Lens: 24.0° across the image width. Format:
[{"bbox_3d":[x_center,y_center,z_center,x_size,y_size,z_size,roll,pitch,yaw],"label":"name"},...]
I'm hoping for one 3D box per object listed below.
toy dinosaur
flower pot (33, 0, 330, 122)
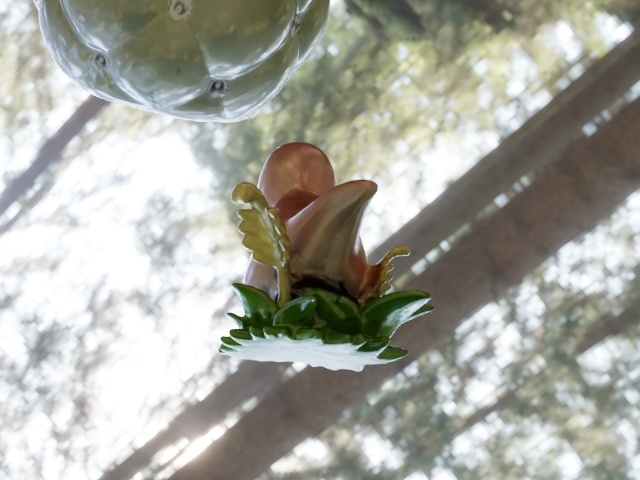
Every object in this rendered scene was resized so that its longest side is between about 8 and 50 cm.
[{"bbox_3d":[0.007,0.000,1.095,0.152,0.194,0.177,4,-105,-5],"label":"toy dinosaur"},{"bbox_3d":[-0.113,-0.206,1.225,0.246,0.195,0.246,13,-167,-3],"label":"flower pot"}]
